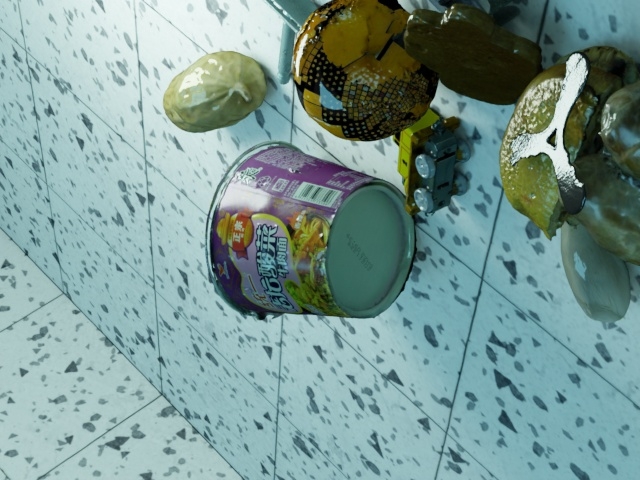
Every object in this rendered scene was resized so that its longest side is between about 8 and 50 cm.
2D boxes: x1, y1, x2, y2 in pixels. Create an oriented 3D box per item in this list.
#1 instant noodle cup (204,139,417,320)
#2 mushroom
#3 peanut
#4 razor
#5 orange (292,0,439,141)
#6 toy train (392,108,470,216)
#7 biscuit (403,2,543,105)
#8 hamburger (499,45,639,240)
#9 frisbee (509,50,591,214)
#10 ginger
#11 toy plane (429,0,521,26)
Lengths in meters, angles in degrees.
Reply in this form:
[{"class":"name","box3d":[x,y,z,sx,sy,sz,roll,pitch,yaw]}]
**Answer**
[{"class":"instant noodle cup","box3d":[0.000,0.000,2.341,0.266,0.340,0.340,11,129,40]},{"class":"mushroom","box3d":[0.404,0.024,1.939,0.097,0.088,0.212,-94,-19,-81]},{"class":"peanut","box3d":[-0.224,-0.284,2.535,0.291,0.159,0.143,-8,87,60]},{"class":"razor","box3d":[-0.058,-0.353,2.309,0.106,0.068,0.232,46,155,20]},{"class":"orange","box3d":[0.068,-0.266,2.018,0.234,0.234,0.182,58,171,-2]},{"class":"toy train","box3d":[0.175,-0.132,2.140,0.127,0.089,0.219,49,154,36]},{"class":"biscuit","box3d":[0.217,-0.269,1.844,0.208,0.041,0.290,19,168,13]},{"class":"hamburger","box3d":[0.340,-0.154,1.792,0.156,0.144,0.283,46,136,36]},{"class":"frisbee","box3d":[0.299,-0.135,1.695,0.187,0.012,0.211,175,100,-67]},{"class":"ginger","box3d":[0.442,-0.098,1.645,0.244,0.155,0.304,17,138,3]},{"class":"toy plane","box3d":[0.168,-0.387,1.876,0.267,0.088,0.212,45,173,25]}]
